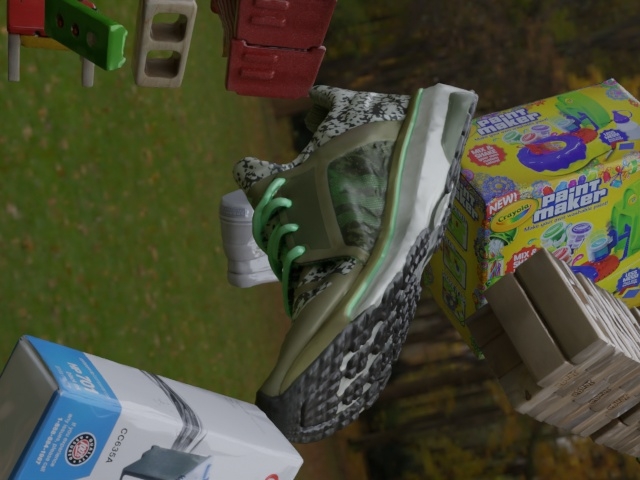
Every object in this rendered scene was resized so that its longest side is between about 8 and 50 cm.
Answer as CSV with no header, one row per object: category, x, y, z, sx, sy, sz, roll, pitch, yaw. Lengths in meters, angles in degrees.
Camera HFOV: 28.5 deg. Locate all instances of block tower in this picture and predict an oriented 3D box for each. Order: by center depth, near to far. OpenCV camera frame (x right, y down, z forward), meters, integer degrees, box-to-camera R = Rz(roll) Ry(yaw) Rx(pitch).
block tower,0.241,0.108,1.052,0.335,0.091,0.097,28,29,-50

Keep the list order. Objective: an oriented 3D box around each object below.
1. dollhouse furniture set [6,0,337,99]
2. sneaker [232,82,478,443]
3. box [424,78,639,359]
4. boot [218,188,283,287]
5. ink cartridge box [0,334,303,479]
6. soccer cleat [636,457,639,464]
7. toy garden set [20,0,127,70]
dollhouse furniture set,-0.183,-0.296,1.506,0.201,0.374,0.152,-106,-156,-46
sneaker,0.000,0.000,1.052,0.410,0.182,0.158,-62,164,-48
box,0.306,-0.030,1.715,0.177,0.289,0.279,-123,-159,-46
boot,-0.045,-0.018,1.679,0.258,0.095,0.124,-21,117,-50
ink cartridge box,-0.128,0.159,0.803,0.082,0.190,0.140,36,-79,53
soccer cleat,0.388,0.220,1.519,0.121,0.289,0.093,-36,149,-48
toy garden set,-0.226,-0.307,1.153,0.203,0.049,0.244,32,-55,38
